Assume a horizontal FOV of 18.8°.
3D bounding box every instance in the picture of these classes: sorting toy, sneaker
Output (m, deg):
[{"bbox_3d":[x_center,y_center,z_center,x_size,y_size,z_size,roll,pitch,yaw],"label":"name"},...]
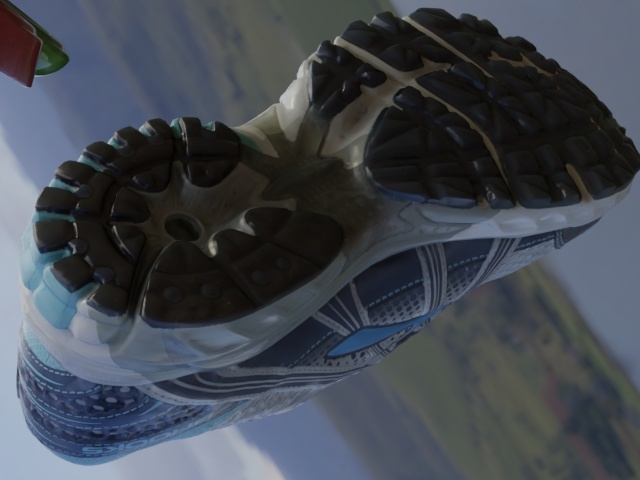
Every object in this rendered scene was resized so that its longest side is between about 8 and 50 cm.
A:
[{"bbox_3d":[-0.100,-0.050,0.483,0.061,0.042,0.102,38,-179,-5],"label":"sorting toy"},{"bbox_3d":[0.000,0.000,0.728,0.110,0.283,0.122,52,139,25],"label":"sneaker"}]
